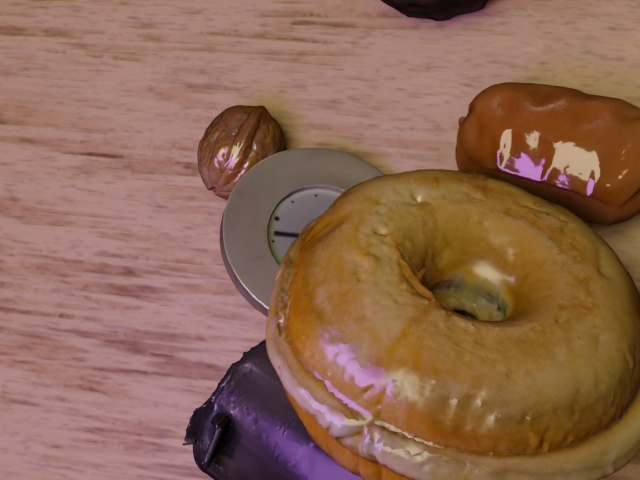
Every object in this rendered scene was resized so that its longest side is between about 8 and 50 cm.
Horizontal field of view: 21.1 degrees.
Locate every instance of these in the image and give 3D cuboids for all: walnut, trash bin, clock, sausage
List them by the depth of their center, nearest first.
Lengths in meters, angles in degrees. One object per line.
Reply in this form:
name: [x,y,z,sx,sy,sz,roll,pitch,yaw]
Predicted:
trash bin: [0.033,0.256,1.897,0.301,0.252,0.203,32,114,29]
sausage: [0.263,-0.100,1.926,0.241,0.120,0.136,11,71,22]
clock: [0.000,0.000,1.990,0.235,0.029,0.235,5,64,-10]
walnut: [-0.094,-0.107,2.072,0.105,0.105,0.124,23,75,22]

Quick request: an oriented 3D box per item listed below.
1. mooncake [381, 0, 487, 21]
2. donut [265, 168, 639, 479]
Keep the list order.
mooncake: [0.137,-0.372,2.018,0.228,0.124,0.228,-3,77,15]
donut: [0.153,0.098,1.793,0.449,0.449,0.198,29,131,22]
